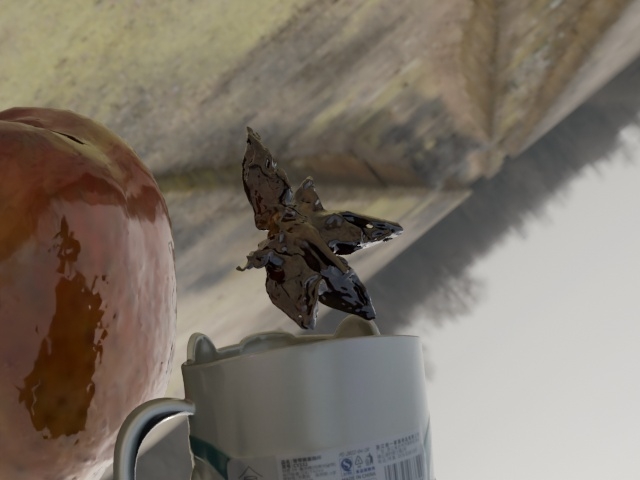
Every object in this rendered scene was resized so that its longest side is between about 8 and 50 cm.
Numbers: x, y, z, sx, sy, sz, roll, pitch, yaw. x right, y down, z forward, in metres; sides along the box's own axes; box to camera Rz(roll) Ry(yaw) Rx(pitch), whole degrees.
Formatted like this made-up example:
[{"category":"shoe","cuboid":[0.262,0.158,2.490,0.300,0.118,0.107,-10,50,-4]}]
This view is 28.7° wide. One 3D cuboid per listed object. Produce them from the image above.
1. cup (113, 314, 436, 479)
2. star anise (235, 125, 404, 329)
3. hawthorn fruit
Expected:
[{"category":"cup","cuboid":[-0.037,0.204,1.113,0.290,0.257,0.219,-6,177,-18]},{"category":"star anise","cuboid":[-0.002,0.003,1.074,0.053,0.157,0.212,-50,-149,38]},{"category":"hawthorn fruit","cuboid":[-0.366,0.078,1.335,0.472,0.471,0.472,-39,177,-3]}]
